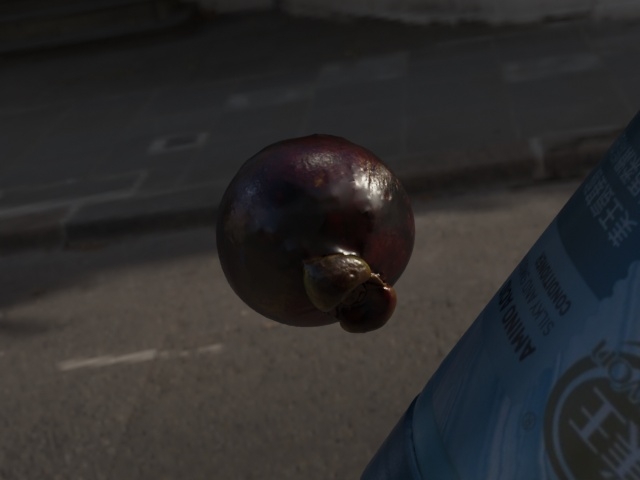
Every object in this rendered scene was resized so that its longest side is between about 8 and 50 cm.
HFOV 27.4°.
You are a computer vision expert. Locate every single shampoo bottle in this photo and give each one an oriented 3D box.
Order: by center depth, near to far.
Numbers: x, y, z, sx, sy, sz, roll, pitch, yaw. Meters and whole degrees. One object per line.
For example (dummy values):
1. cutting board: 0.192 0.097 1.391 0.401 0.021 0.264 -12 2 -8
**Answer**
1. shampoo bottle: 0.247 0.094 0.673 0.331 0.342 0.331 31 20 -12

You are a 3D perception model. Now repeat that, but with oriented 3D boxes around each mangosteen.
1. mangosteen: 0.000 0.000 0.951 0.152 0.152 0.152 -8 18 3
